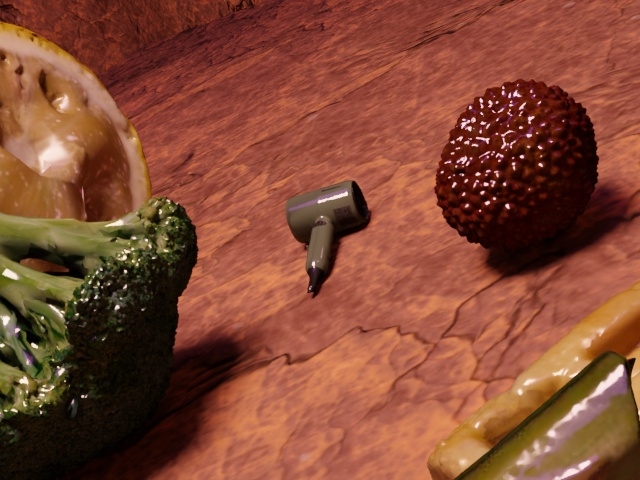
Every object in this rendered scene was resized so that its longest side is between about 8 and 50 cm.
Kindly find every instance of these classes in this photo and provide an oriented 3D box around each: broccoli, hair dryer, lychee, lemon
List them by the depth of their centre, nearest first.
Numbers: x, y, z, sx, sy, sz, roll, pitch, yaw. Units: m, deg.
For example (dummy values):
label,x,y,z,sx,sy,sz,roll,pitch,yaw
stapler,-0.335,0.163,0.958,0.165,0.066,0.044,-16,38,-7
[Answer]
label,x,y,z,sx,sy,sz,roll,pitch,yaw
lychee,0.145,-0.051,0.716,0.123,0.123,0.129,-4,37,46
broccoli,-0.223,0.045,0.727,0.269,0.269,0.254,-40,9,-31
hair dryer,0.000,0.000,0.884,0.071,0.047,0.150,-18,29,19
lemon,-0.380,-0.030,1.005,0.364,0.364,0.364,-23,21,10

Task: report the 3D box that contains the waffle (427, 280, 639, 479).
label,x,y,z,sx,sy,sz,roll,pitch,yaw
waffle,0.170,0.104,0.406,0.168,0.057,0.274,-33,22,-14

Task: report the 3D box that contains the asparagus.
label,x,y,z,sx,sy,sz,roll,pitch,yaw
asparagus,0.027,0.150,0.377,0.277,0.060,0.067,-41,22,9
